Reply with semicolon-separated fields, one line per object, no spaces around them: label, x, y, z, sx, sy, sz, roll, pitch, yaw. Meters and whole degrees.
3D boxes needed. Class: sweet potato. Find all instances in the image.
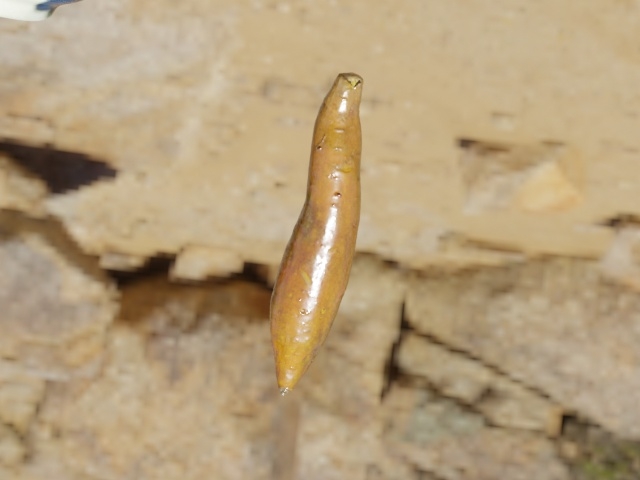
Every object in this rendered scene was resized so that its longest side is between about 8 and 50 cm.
sweet potato;0.001;0.000;1.454;0.057;0.264;0.057;13;-159;-5

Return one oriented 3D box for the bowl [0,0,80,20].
bowl;-0.247;-0.247;1.446;0.238;0.126;0.238;19;-165;-5
